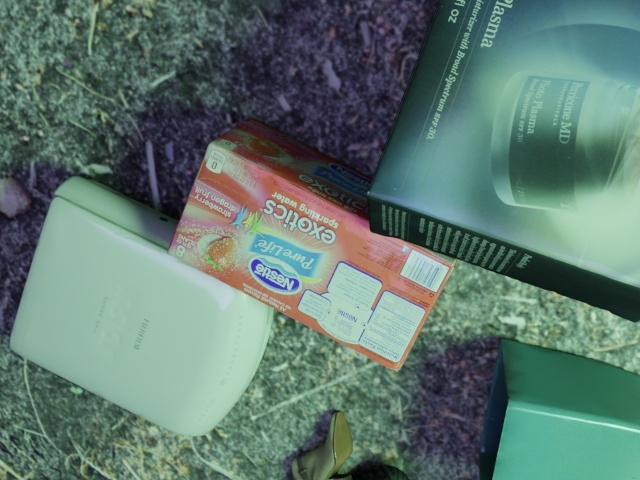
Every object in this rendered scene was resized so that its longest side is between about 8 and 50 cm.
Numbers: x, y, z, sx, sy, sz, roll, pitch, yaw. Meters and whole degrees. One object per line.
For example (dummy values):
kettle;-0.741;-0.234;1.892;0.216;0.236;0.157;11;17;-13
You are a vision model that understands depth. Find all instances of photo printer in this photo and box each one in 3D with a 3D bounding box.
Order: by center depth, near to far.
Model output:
photo printer;-0.217;0.092;1.278;0.307;0.107;0.256;26;113;5

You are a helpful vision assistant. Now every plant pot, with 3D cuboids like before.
plant pot;0.312;0.236;1.163;0.234;0.166;0.165;8;110;4

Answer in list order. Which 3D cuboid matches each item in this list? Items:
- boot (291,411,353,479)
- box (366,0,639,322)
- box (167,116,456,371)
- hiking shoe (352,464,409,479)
boot;-0.001;0.286;1.322;0.087;0.042;0.118;-13;78;38
box;0.231;-0.112;0.988;0.294;0.183;0.296;19;81;7
box;0.000;0.000;1.169;0.300;0.142;0.154;26;113;5
hiking shoe;0.065;0.385;1.328;0.114;0.086;0.227;29;118;-13
